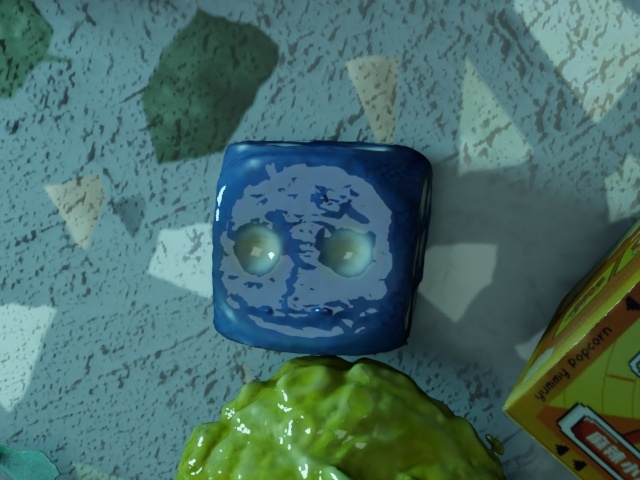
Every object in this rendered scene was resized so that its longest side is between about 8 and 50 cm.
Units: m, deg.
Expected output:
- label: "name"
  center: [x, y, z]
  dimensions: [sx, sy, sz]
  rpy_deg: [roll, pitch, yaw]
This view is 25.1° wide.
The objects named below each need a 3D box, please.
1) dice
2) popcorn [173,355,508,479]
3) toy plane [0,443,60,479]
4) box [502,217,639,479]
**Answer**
- label: "dice"
  center: [0.000, 0.000, 1.011]
  dimensions: [0.146, 0.146, 0.143]
  rpy_deg: [6, 98, 8]
- label: "popcorn"
  center: [0.026, 0.207, 0.995]
  dimensions: [0.237, 0.206, 0.251]
  rpy_deg: [-21, 130, 14]
- label: "toy plane"
  center: [-0.242, 0.273, 1.120]
  dimensions: [0.096, 0.060, 0.235]
  rpy_deg: [23, 102, 19]
- label: "box"
  center: [0.316, 0.083, 0.907]
  dimensions: [0.283, 0.214, 0.259]
  rpy_deg: [42, 117, 4]
